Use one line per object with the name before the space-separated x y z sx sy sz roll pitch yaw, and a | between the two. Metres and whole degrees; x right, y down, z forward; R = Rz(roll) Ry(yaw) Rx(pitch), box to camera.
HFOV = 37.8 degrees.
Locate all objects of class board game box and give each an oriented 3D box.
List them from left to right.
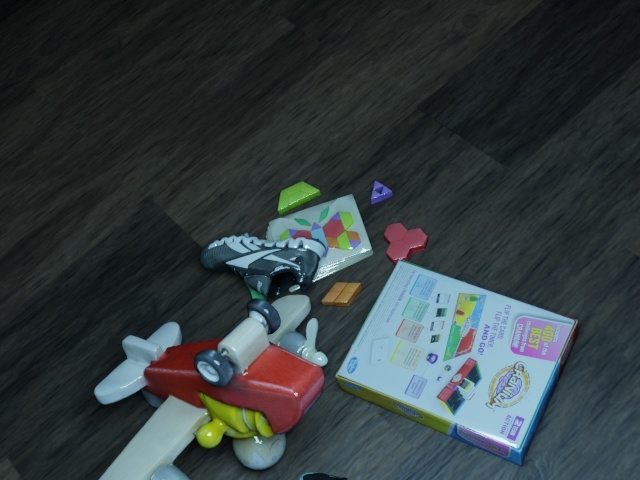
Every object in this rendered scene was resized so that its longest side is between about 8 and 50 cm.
board game box | 0.219 0.187 1.503 0.317 0.064 0.242 20 64 25

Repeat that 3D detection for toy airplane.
toy airplane | -0.164 0.251 1.469 0.386 0.272 0.384 -31 18 4

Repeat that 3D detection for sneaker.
sneaker | -0.111 0.049 1.643 0.234 0.078 0.106 -1 58 16

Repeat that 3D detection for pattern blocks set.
pattern blocks set | 0.000 0.000 1.707 0.325 0.026 0.285 -31 55 -7

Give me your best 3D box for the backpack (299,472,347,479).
backpack | 0.030 0.423 1.335 0.188 0.166 0.144 42 104 43
